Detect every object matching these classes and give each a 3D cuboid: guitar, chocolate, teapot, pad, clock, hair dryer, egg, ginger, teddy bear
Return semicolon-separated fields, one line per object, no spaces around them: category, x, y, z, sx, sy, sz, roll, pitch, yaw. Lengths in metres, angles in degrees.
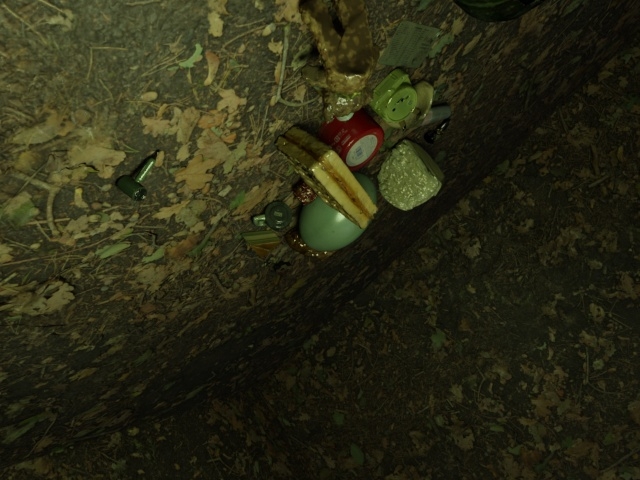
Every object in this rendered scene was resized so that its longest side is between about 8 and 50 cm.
guitar;-0.216;0.128;2.255;0.084;0.038;0.271;-42;161;5
chocolate;0.576;-0.533;2.217;0.147;0.070;0.072;-35;-174;-9
teapot;-0.186;-0.078;1.815;0.149;0.111;0.108;-38;173;-19
pad;0.318;-0.677;1.589;0.265;0.009;0.159;-16;149;-44
clock;0.293;-0.516;1.706;0.170;0.069;0.232;-45;141;12
hair dryer;-0.473;-0.181;1.221;0.150;0.071;0.047;-55;160;-4
egg;0.072;-0.120;1.914;0.389;0.276;0.276;-46;158;16
ginger;0.000;0.000;2.117;0.321;0.172;0.165;-7;139;-36
teddy bear;0.053;-0.506;1.265;0.246;0.296;0.222;-28;-170;-15

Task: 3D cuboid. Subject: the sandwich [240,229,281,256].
sandwich;-0.245;-0.011;1.889;0.113;0.079;0.163;-40;157;-4

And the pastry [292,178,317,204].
pastry;-0.014;-0.232;1.783;0.208;0.115;0.097;-42;123;7

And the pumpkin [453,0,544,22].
pumpkin;0.529;-0.817;1.203;0.455;0.344;0.454;-30;151;-19

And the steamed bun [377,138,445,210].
steamed bun;0.413;-0.297;2.153;0.272;0.290;0.274;-35;170;29

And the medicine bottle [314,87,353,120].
medicine bottle;0.042;-0.466;1.474;0.074;0.074;0.218;-44;156;10

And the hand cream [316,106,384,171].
hand cream;0.110;-0.370;1.667;0.230;0.149;0.230;-30;156;-15

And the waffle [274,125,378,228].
waffle;0.028;-0.208;1.559;0.114;0.261;0.376;-46;138;-1

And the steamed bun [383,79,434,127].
steamed bun;0.381;-0.533;1.841;0.231;0.110;0.212;-19;150;-47

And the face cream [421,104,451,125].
face cream;0.506;-0.565;2.048;0.198;0.057;0.084;-21;151;-35

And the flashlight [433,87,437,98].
flashlight;0.479;-0.616;1.951;0.018;0.018;0.083;-32;157;-18
